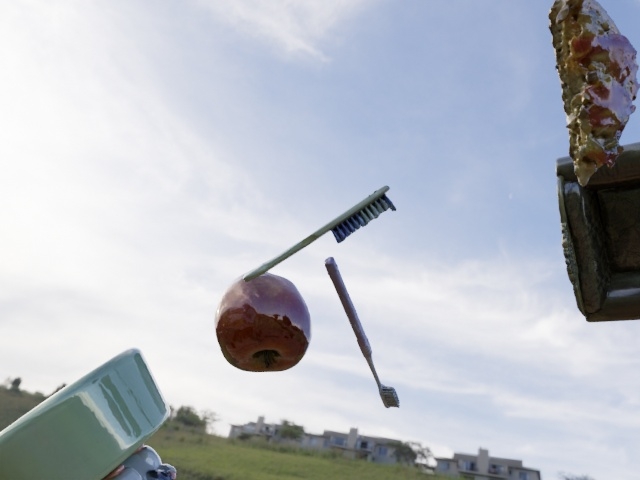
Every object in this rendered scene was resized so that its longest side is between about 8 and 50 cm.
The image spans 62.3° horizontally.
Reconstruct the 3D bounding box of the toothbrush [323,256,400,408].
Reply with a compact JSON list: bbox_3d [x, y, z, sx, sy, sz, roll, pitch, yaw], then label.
[{"bbox_3d":[0.078,0.173,0.926,0.029,0.024,0.353,-7,-58,28],"label":"toothbrush"}]

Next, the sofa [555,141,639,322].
[{"bbox_3d":[0.457,-0.013,0.751,0.200,0.182,0.258,-9,-77,29],"label":"sofa"}]

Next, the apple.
[{"bbox_3d":[-0.126,0.174,1.174,0.230,0.229,0.230,9,-33,6],"label":"apple"}]

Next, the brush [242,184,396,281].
[{"bbox_3d":[0.000,0.000,0.554,0.179,0.033,0.030,-33,-79,1],"label":"brush"}]

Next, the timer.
[{"bbox_3d":[-0.314,0.368,0.802,0.315,0.291,0.291,53,-40,0],"label":"timer"}]

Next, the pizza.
[{"bbox_3d":[0.304,-0.156,0.570,0.188,0.198,0.062,12,-10,-40],"label":"pizza"}]
